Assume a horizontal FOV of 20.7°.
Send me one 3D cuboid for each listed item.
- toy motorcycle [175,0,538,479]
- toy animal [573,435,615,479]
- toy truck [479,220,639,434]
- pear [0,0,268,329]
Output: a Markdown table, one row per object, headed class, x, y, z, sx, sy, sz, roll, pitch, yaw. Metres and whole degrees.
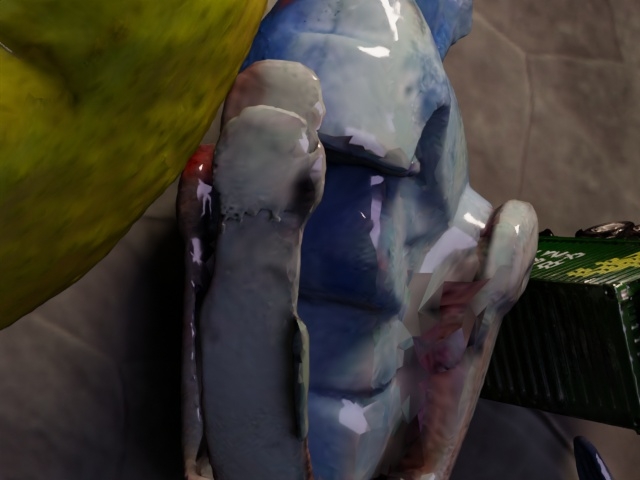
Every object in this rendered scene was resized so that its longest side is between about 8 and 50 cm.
| class | x | y | z | sx | sy | sz | roll | pitch | yaw |
| --- | --- | --- | --- | --- | --- | --- | --- | --- | --- |
| toy motorcycle | 0.024 | 0.003 | 0.859 | 0.182 | 0.241 | 0.319 | 1 | 108 | -9 |
| toy animal | 0.282 | 0.170 | 1.063 | 0.255 | 0.239 | 0.176 | 62 | 24 | -59 |
| toy truck | 0.175 | 0.040 | 0.940 | 0.121 | 0.259 | 0.088 | -17 | 100 | -27 |
| pear | -0.189 | -0.128 | 0.681 | 0.391 | 0.391 | 0.391 | -1 | 92 | -28 |
